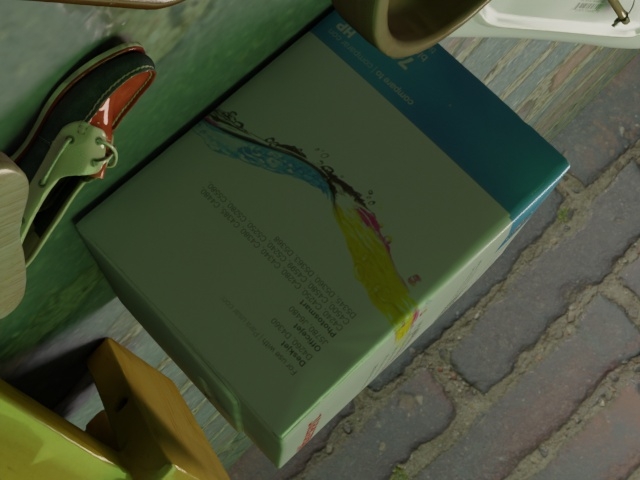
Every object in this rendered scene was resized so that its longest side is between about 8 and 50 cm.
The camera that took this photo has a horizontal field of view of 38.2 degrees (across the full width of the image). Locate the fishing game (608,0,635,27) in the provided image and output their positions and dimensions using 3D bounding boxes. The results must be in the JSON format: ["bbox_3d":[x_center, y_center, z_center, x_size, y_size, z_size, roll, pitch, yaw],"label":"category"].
[{"bbox_3d":[0.310,-0.263,0.659,0.264,0.041,0.189,-36,154,15],"label":"fishing game"}]

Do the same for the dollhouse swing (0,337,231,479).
[{"bbox_3d":[-0.300,0.206,0.705,0.347,0.305,0.315,-45,-150,-4],"label":"dollhouse swing"}]

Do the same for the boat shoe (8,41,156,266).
[{"bbox_3d":[-0.129,-0.042,0.476,0.137,0.043,0.049,-47,167,2],"label":"boat shoe"}]

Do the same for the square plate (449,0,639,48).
[{"bbox_3d":[0.248,-0.269,0.685,0.347,0.049,0.344,-6,144,-36],"label":"square plate"}]

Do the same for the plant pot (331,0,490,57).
[{"bbox_3d":[0.063,-0.206,0.400,0.237,0.110,0.237,-47,169,-12],"label":"plant pot"}]

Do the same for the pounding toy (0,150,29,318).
[{"bbox_3d":[-0.194,0.051,0.288,0.269,0.155,0.154,-29,155,-55],"label":"pounding toy"}]

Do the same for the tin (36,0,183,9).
[{"bbox_3d":[-0.077,-0.138,0.351,0.106,0.040,0.190,-46,169,26],"label":"tin"}]

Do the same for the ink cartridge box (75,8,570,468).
[{"bbox_3d":[0.000,0.000,0.686,0.270,0.197,0.198,-42,169,-15],"label":"ink cartridge box"}]
